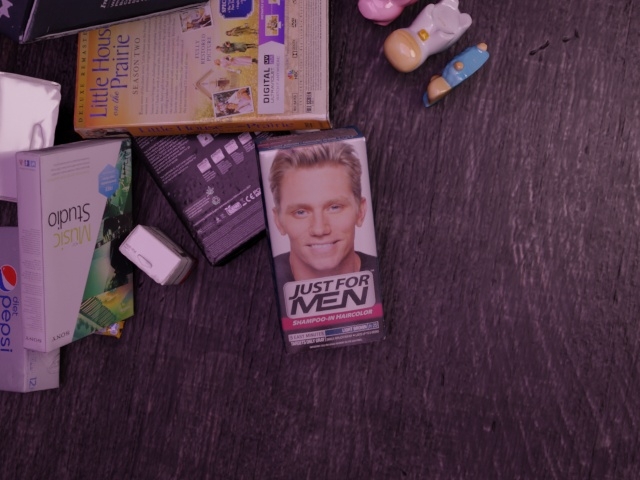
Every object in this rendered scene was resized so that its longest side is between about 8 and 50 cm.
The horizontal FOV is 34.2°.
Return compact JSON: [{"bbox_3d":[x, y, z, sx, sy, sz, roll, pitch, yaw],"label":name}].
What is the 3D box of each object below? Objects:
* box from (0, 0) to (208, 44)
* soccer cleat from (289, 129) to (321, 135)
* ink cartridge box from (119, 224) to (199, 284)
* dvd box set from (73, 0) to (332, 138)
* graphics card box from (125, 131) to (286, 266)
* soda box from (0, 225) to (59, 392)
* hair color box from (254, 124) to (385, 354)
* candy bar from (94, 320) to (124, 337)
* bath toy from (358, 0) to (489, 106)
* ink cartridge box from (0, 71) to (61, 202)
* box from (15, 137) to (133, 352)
[{"bbox_3d":[-0.418,-0.540,1.478,0.479,0.472,0.297,32,120,12],"label":"box"},{"bbox_3d":[-0.040,-0.205,1.789,0.076,0.068,0.196,-12,80,-13],"label":"soccer cleat"},{"bbox_3d":[-0.274,0.025,1.778,0.099,0.135,0.056,39,92,5],"label":"ink cartridge box"},{"bbox_3d":[-0.190,-0.325,1.712,0.420,0.062,0.308,-2,76,6],"label":"dvd box set"},{"bbox_3d":[-0.188,-0.166,1.794,0.232,0.094,0.371,-35,84,4],"label":"graphics card box"},{"bbox_3d":[-0.517,0.118,1.814,0.098,0.091,0.286,0,89,27],"label":"soda box"},{"bbox_3d":[0.000,0.000,1.698,0.173,0.105,0.347,-9,107,-4],"label":"hair color box"},{"bbox_3d":[-0.429,0.147,1.852,0.161,0.018,0.040,7,91,6],"label":"candy bar"},{"bbox_3d":[0.130,-0.399,1.750,0.151,0.129,0.348,-31,87,-24],"label":"bath toy"},{"bbox_3d":[-0.552,-0.172,1.742,0.117,0.278,0.202,9,90,-36],"label":"ink cartridge box"},{"bbox_3d":[-0.397,0.000,1.709,0.058,0.232,0.322,10,106,25],"label":"box"}]
